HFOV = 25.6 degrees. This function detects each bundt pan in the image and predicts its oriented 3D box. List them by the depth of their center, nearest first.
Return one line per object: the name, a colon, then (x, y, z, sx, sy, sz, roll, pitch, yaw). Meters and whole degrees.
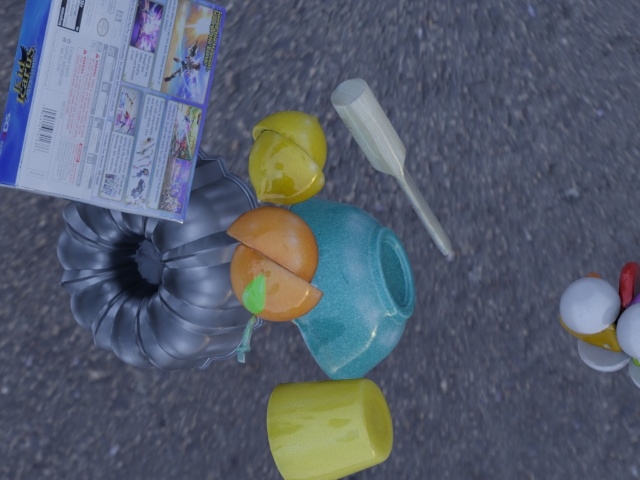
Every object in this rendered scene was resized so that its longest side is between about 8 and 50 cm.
bundt pan: (-0.231, 0.029, 1.930, 0.330, 0.124, 0.331, 6, 102, 30)

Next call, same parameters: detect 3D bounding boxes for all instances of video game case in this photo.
video game case: (-0.241, -0.173, 1.640, 0.061, 0.244, 0.270, 10, 88, 46)

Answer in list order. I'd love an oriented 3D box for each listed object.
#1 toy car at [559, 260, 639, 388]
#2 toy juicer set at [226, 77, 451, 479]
toy car: (0.394, 0.096, 1.752, 0.182, 0.159, 0.136, 24, 71, 34)
toy juicer set: (0.000, 0.000, 0.966, 0.089, 0.329, 0.209, -15, 113, 23)
